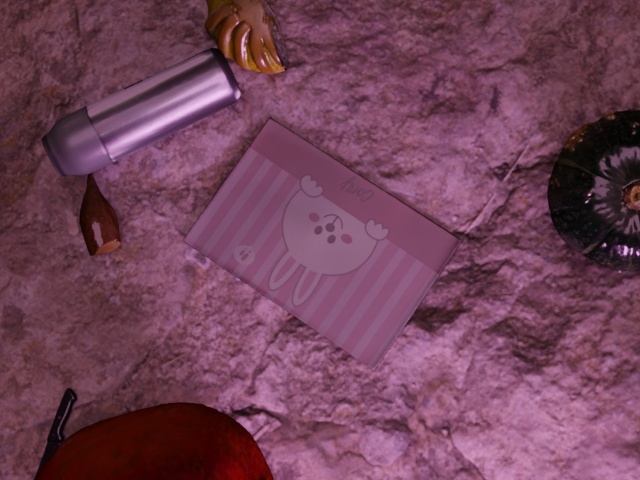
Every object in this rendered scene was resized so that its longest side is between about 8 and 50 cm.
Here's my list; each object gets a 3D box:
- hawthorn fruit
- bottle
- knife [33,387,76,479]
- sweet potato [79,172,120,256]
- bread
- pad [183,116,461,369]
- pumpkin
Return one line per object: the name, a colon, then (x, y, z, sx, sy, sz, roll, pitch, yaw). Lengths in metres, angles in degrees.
hawthorn fruit: (-0.202, 0.316, 1.030, 0.307, 0.265, 0.265, -11, 80, 14)
bottle: (-0.227, -0.159, 1.188, 0.254, 0.096, 0.079, -27, 79, -5)
knife: (-0.340, 0.269, 1.169, 0.023, 0.010, 0.170, 17, 85, 14)
sweet potato: (-0.286, -0.037, 1.193, 0.049, 0.049, 0.117, -14, 76, 3)
bread: (-0.104, -0.288, 1.204, 0.094, 0.083, 0.157, -13, 81, 16)
pad: (0.000, 0.000, 1.180, 0.300, 0.005, 0.202, 34, 86, 9)
pumpkin: (0.360, -0.060, 1.084, 0.190, 0.146, 0.190, -1, 79, 5)
